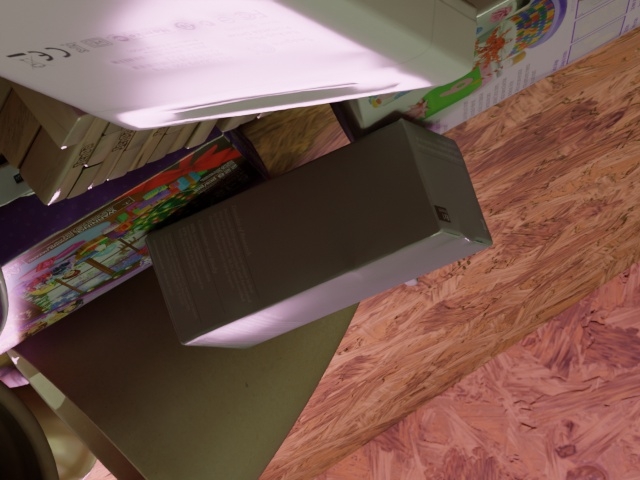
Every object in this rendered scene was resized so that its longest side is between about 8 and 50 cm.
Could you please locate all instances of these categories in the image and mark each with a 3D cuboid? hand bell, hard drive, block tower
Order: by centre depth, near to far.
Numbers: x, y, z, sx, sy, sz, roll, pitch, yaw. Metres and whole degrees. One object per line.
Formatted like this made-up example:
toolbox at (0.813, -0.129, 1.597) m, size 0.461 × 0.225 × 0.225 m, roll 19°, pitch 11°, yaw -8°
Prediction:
hard drive at (-0.128, -0.129, 0.826) m, size 0.233 × 0.047 × 0.353 m, roll -5°, pitch 163°, yaw 39°
block tower at (-0.069, -0.124, 1.186) m, size 0.335 × 0.091 × 0.097 m, roll -25°, pitch 158°, yaw -45°
hand bell at (-0.339, 0.175, 1.810) m, size 0.242 × 0.126 × 0.126 m, roll 4°, pitch 146°, yaw -43°

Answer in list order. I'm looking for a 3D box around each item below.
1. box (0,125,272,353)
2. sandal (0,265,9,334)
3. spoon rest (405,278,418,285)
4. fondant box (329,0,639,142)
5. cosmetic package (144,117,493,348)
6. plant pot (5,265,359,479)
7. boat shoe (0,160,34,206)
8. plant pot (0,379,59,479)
box at (-0.188, -0.008, 1.507) m, size 0.293 × 0.057 × 0.201 m, roll -31°, pitch 166°, yaw 4°
sandal at (-0.309, 0.038, 1.247) m, size 0.169 × 0.102 × 0.416 m, roll -27°, pitch 156°, yaw -1°
spoon rest at (-0.043, 0.046, 1.972) m, size 0.276 × 0.084 × 0.137 m, roll -17°, pitch 165°, yaw 4°
fondant box at (0.154, -0.197, 1.455) m, size 0.330 × 0.096 × 0.238 m, roll -30°, pitch 166°, yaw -3°
cosmetic package at (0.000, 0.000, 1.500) m, size 0.238 × 0.107 × 0.127 m, roll -26°, pitch 165°, yaw 17°
plant pot at (-0.100, 0.093, 1.731) m, size 0.274 × 0.256 × 0.256 m, roll -44°, pitch 169°, yaw -13°
boat shoe at (-0.209, -0.050, 1.390) m, size 0.100 × 0.035 × 0.035 m, roll -27°, pitch -167°, yaw -24°
plant pot at (-0.367, 0.211, 1.545) m, size 0.263 × 0.263 × 0.229 m, roll -23°, pitch -169°, yaw -24°
